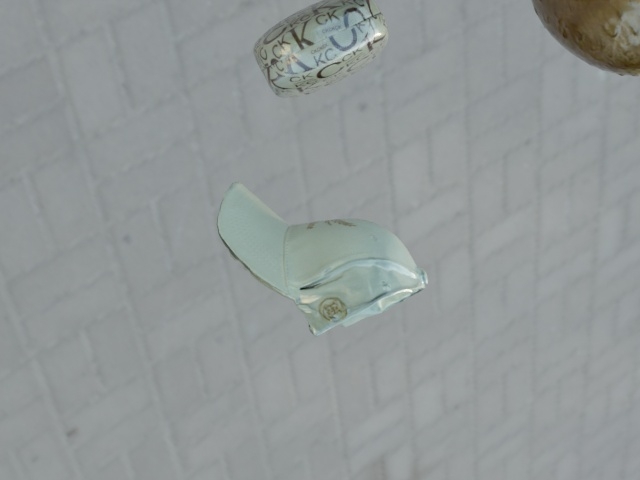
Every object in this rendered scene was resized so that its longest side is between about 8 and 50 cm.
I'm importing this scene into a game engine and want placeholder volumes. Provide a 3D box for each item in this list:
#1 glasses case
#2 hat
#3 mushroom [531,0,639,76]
[{"bbox_3d":[0.000,-0.210,1.504,0.137,0.085,0.355,-27,-174,1],"label":"glasses case"},{"bbox_3d":[-0.001,0.008,1.975,0.168,0.301,0.258,-48,172,5],"label":"hat"},{"bbox_3d":[0.425,-0.363,1.657,0.356,0.331,0.334,-4,146,-46],"label":"mushroom"}]
